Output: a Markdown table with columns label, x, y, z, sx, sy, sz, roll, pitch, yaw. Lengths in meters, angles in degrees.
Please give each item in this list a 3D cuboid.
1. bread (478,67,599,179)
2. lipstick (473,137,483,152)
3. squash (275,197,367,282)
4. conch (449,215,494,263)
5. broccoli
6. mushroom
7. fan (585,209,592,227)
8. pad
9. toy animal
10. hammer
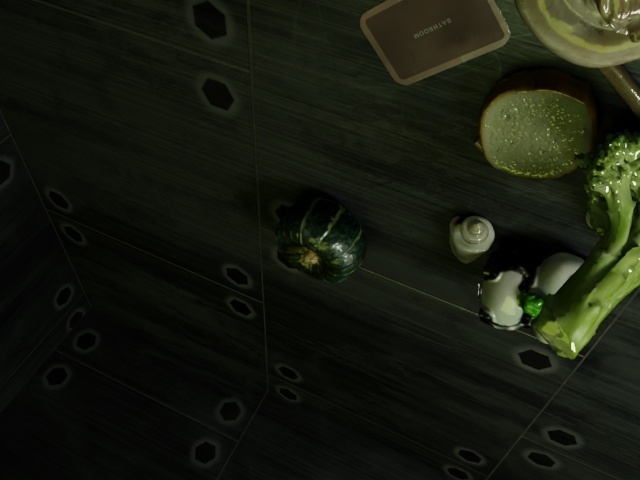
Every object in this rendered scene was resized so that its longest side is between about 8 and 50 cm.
| label | x | y | z | sx | sy | sz | roll | pitch | yaw |
| --- | --- | --- | --- | --- | --- | --- | --- | --- | --- |
| bread | 0.415 | -0.220 | 1.156 | 0.236 | 0.070 | 0.236 | 19 | 143 | 15 |
| lipstick | 0.364 | -0.182 | 1.282 | 0.094 | 0.019 | 0.019 | 39 | 144 | -11 |
| squash | 0.000 | 0.000 | 1.636 | 0.252 | 0.165 | 0.252 | 18 | 143 | 14 |
| conch | 0.362 | -0.003 | 1.465 | 0.105 | 0.094 | 0.176 | 9 | 167 | 9 |
| broccoli | 0.562 | 0.035 | 1.106 | 0.353 | 0.396 | 0.275 | 13 | 174 | -11 |
| mushroom | 0.400 | -0.366 | 0.799 | 0.298 | 0.290 | 0.297 | 14 | 128 | 19 |
| fan | 0.599 | -0.050 | 1.279 | 0.060 | 0.003 | 0.080 | 42 | 143 | -15 |
| pad | 0.210 | -0.402 | 1.146 | 0.266 | 0.002 | 0.176 | -12 | 126 | 44 |
| toy animal | 0.503 | 0.125 | 1.383 | 0.267 | 0.212 | 0.212 | 10 | 139 | 33 |
| hammer | 0.547 | -0.256 | 1.050 | 0.365 | 0.043 | 0.111 | 41 | 142 | -17 |
